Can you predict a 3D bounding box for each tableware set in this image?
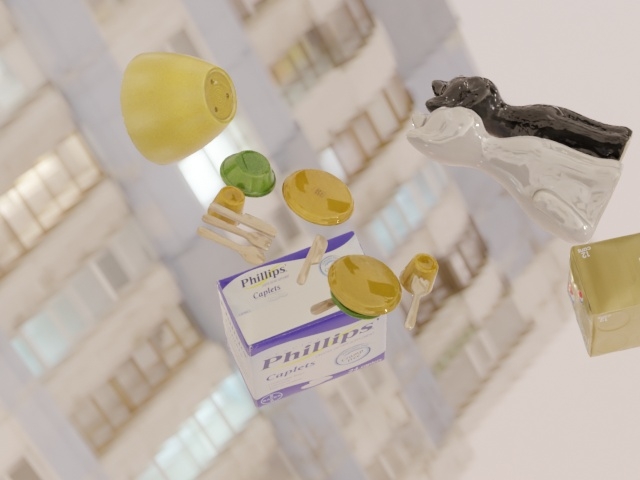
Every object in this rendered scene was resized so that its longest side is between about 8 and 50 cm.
[{"bbox_3d":[0.000,0.000,1.236,0.154,0.024,0.104,23,-135,-1],"label":"tableware set"}]

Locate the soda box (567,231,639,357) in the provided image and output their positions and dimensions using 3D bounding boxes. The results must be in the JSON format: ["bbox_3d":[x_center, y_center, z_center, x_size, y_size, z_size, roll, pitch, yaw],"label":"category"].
[{"bbox_3d":[0.262,0.023,1.344,0.181,0.061,0.058,-13,-122,-3],"label":"soda box"}]

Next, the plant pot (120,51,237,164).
[{"bbox_3d":[-0.155,-0.161,2.302,0.095,0.134,0.134,-10,-140,32],"label":"plant pot"}]

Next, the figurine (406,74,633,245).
[{"bbox_3d":[0.189,-0.091,1.950,0.209,0.092,0.215,25,-159,4],"label":"figurine"}]

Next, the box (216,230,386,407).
[{"bbox_3d":[-0.014,0.069,1.695,0.126,0.137,0.072,-21,-116,-8],"label":"box"}]
